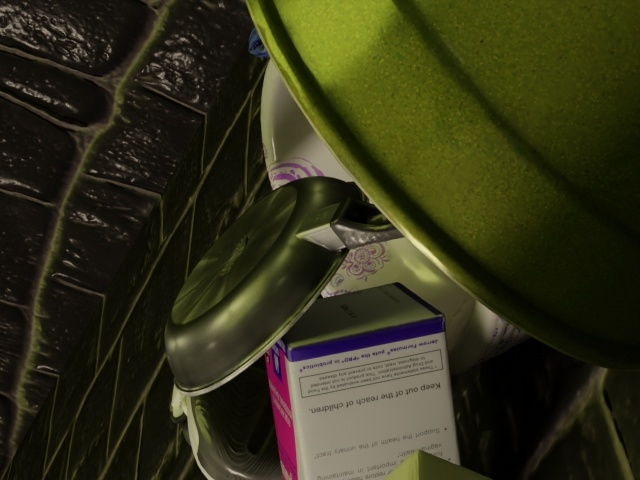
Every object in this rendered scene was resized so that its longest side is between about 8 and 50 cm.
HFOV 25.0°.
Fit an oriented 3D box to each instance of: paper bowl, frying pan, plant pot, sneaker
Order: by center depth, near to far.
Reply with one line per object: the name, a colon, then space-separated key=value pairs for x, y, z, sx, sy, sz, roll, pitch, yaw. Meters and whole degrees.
plant pot: x=0.206 y=-0.178 z=0.768 sx=0.353 sy=0.366 sz=0.366 roll=-41 pitch=27 yaw=30
frying pan: x=-0.018 y=0.023 z=0.963 sx=0.197 sy=0.053 sz=0.326 roll=-53 pitch=17 yaw=-17
paper bowl: x=0.089 y=-0.051 z=1.086 sx=0.148 sy=0.284 sz=0.284 roll=-25 pitch=-5 yaw=-29
sneaker: x=-0.065 y=0.165 z=1.465 sx=0.447 sy=0.169 sz=0.257 roll=-79 pitch=10 yaw=-60

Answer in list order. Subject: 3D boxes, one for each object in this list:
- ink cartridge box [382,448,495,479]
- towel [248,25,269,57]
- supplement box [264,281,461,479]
ink cartridge box: x=0.093 y=0.237 z=0.655 sx=0.171 sy=0.232 sz=0.168 roll=-51 pitch=22 yaw=41
towel: x=0.107 y=-0.255 z=1.128 sx=0.336 sy=0.040 sz=0.243 roll=-32 pitch=-1 yaw=-22
supplement box: x=0.033 y=0.155 z=1.011 sx=0.111 sy=0.114 sz=0.220 roll=-144 pitch=44 yaw=-74
